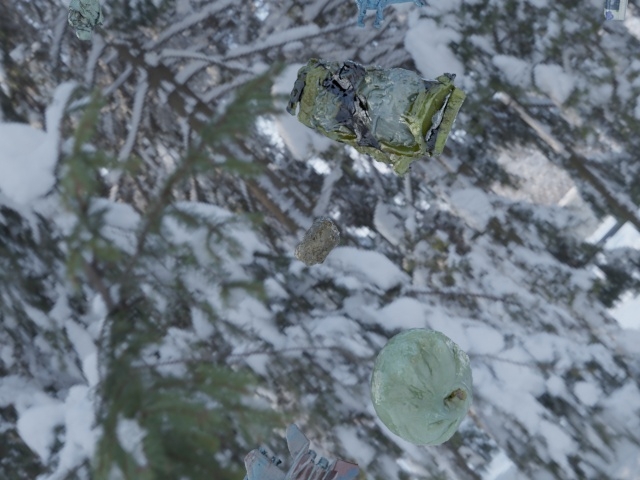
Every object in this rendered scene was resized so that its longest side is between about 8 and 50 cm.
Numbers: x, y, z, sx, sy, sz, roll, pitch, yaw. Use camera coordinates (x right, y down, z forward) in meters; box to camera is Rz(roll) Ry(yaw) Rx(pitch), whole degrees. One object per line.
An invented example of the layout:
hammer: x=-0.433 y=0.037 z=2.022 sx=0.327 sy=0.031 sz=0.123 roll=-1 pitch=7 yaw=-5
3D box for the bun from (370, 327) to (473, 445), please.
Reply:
bun: x=0.176 y=0.237 z=1.285 sx=0.195 sy=0.195 sz=0.118 roll=-39 pitch=26 yaw=-25

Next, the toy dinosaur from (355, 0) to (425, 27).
toy dinosaur: x=0.082 y=-0.414 z=1.363 sx=0.045 sy=0.197 sz=0.080 roll=107 pitch=171 yaw=-79

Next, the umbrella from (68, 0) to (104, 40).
umbrella: x=-0.443 y=-0.452 z=1.498 sx=0.067 sy=0.144 sz=0.062 roll=6 pitch=0 yaw=-28

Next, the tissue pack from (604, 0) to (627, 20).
tissue pack: x=0.591 y=-0.486 z=1.573 sx=0.062 sy=0.042 sz=0.083 roll=-54 pitch=-34 yaw=-60

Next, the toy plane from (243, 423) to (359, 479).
toy plane: x=-0.072 y=0.483 z=1.314 sx=0.326 sy=0.222 sz=0.104 roll=-57 pitch=6 yaw=-12

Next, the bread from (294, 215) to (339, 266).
bread: x=0.000 y=0.000 z=1.437 sx=0.082 sy=0.060 sz=0.113 roll=-50 pitch=3 yaw=25

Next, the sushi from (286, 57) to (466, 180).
sushi: x=0.064 y=-0.171 z=1.061 sx=0.131 sy=0.290 sz=0.139 roll=18 pitch=-88 yaw=-48
